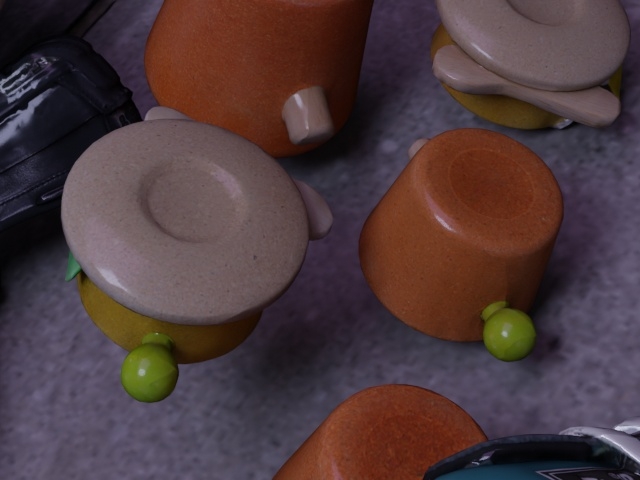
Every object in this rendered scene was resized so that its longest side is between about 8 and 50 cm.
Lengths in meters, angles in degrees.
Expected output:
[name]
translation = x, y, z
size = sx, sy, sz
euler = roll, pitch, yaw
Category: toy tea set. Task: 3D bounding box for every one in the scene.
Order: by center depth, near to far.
[toy tea set]
translation = 0.000, 0.000, 0.573
size = 0.200, 0.124, 0.336
euler = 20, 51, -2

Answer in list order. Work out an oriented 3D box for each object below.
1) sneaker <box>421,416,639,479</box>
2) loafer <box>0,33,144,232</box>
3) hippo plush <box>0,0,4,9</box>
[sneaker]
translation = 0.097, 0.099, 0.401
size = 0.302, 0.121, 0.108
euler = -29, 48, -21
[loafer]
translation = -0.172, 0.000, 0.633
size = 0.223, 0.078, 0.076
euler = -35, 14, 8
[hippo plush]
translation = -0.206, -0.208, 0.766
size = 0.234, 0.294, 0.236
euler = 28, 35, 16
